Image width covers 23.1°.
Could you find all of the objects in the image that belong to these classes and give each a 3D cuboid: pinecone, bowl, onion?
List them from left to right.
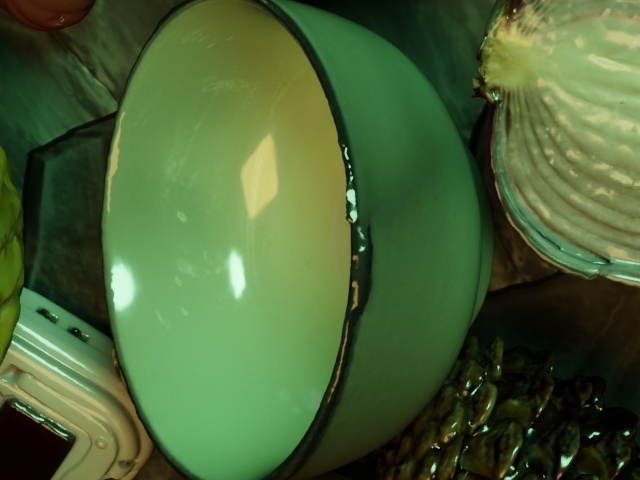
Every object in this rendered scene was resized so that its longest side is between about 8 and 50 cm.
[{"bbox_3d":[0.000,0.000,1.116,0.185,0.354,0.354,-2,140,-32],"label":"bowl"},{"bbox_3d":[0.155,0.197,1.220,0.272,0.224,0.224,29,130,-4],"label":"pinecone"},{"bbox_3d":[0.277,-0.089,0.977,0.349,0.159,0.267,22,129,10],"label":"onion"}]

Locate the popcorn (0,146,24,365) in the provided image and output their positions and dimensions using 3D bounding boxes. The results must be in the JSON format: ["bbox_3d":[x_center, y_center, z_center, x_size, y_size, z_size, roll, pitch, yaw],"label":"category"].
[{"bbox_3d":[-0.393,-0.020,1.203,0.354,0.344,0.390,-1,115,28],"label":"popcorn"}]

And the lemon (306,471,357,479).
[{"bbox_3d":[-0.018,0.324,1.366,0.310,0.253,0.253,31,130,2],"label":"lemon"}]

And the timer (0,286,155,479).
[{"bbox_3d":[-0.279,0.166,1.458,0.237,0.087,0.262,33,130,-4],"label":"timer"}]

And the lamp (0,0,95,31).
[{"bbox_3d":[-0.203,-0.205,1.155,0.101,0.090,0.101,17,114,46],"label":"lamp"}]

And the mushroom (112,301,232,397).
[{"bbox_3d":[-0.097,0.089,1.309,0.154,0.122,0.154,-14,130,-17],"label":"mushroom"}]
